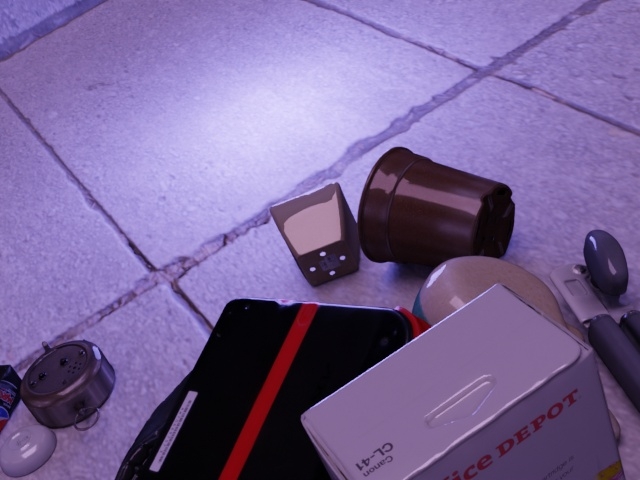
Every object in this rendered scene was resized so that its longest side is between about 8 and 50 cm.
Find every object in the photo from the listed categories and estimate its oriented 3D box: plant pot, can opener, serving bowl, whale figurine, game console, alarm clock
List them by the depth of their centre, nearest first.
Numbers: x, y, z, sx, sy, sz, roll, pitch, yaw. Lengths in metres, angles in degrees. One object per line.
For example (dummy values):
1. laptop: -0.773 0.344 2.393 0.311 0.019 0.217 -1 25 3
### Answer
1. game console: -0.060 0.236 1.104 0.342 0.060 0.387 -1 55 46
2. whale figurine: 0.210 0.142 1.145 0.216 0.141 0.272 -4 45 -37
3. can opener: 0.341 0.096 1.148 0.074 0.093 0.280 -8 38 -9
4. plant pot: 0.163 -0.031 1.374 0.165 0.167 0.167 15 50 32
5. serving bowl: -0.407 0.283 1.399 0.083 0.027 0.083 -15 35 11
6. alarm clock: -0.355 0.209 1.441 0.129 0.064 0.192 -34 39 -13
7. plant pot: 0.000 0.000 1.471 0.109 0.109 0.096 -20 47 6

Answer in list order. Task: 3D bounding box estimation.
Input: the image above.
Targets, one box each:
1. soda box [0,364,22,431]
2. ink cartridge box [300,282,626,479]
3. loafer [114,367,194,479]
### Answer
1. soda box: -0.492 0.257 1.461 0.060 0.053 0.169 -5 40 25
2. ink cartridge box: 0.146 0.225 0.904 0.226 0.306 0.131 -32 36 -12
3. loafer: -0.191 0.254 1.283 0.223 0.076 0.078 -56 9 -28
